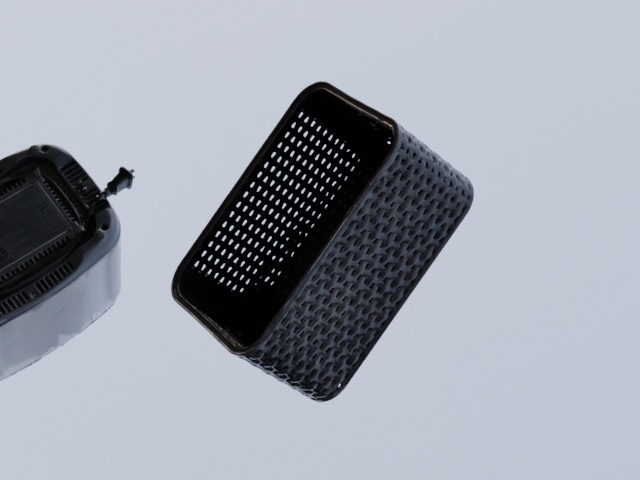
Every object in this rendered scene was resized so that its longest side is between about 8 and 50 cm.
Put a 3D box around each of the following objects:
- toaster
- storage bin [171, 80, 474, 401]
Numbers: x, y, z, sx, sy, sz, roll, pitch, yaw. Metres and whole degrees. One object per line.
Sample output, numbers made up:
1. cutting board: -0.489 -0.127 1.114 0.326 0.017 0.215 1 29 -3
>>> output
1. toaster: -0.252 0.022 1.225 0.129 0.227 0.146 50 -20 18
2. storage bin: 0.000 0.000 0.984 0.180 0.084 0.122 -56 -141 1
